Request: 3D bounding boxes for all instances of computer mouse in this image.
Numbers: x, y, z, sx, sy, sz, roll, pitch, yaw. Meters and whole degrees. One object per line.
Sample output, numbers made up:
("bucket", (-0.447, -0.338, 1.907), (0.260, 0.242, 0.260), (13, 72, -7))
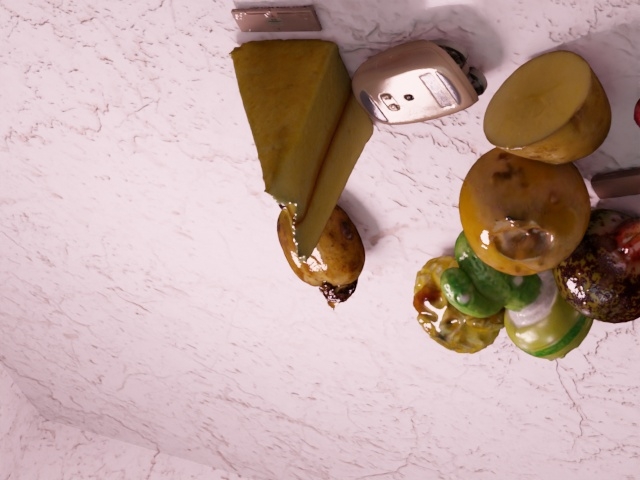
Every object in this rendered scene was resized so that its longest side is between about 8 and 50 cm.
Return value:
("computer mouse", (0.164, -0.269, 1.866), (0.237, 0.082, 0.145), (-11, 132, 41))

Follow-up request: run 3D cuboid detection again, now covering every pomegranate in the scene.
("pomegranate", (0.529, 0.030, 1.941), (0.214, 0.214, 0.248), (28, 142, -5))

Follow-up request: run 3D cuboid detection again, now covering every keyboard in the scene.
("keyboard", (-0.078, -0.389, 1.921), (0.166, 0.017, 0.055), (5, 148, 29))

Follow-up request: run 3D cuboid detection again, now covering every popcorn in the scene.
("popcorn", (0.292, 0.131, 2.281), (0.189, 0.169, 0.218), (-23, 106, 43))

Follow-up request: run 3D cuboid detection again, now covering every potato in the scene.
("potato", (0.389, -0.194, 1.759), (0.158, 0.178, 0.203), (27, 133, -32))

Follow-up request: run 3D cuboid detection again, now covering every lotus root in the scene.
("lotus root", (0.000, 0.000, 2.321), (0.169, 0.141, 0.314), (-3, 130, 33))

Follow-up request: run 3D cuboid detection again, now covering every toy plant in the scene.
("toy plant", (0.380, 0.081, 2.120), (0.316, 0.224, 0.184), (37, 174, -29))

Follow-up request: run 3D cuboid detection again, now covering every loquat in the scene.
("loquat", (0.351, -0.060, 1.894), (0.244, 0.244, 0.244), (18, 148, 12))

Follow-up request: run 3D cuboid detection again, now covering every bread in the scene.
("bread", (-0.077, -0.155, 1.940), (0.245, 0.361, 0.233), (2, 142, 28))

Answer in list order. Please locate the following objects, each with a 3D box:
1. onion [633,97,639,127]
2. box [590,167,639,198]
("onion", (0.542, -0.191, 1.712), (0.107, 0.097, 0.107), (17, 168, 4))
("box", (0.531, -0.101, 1.914), (0.115, 0.025, 0.048), (-9, 130, 42))
